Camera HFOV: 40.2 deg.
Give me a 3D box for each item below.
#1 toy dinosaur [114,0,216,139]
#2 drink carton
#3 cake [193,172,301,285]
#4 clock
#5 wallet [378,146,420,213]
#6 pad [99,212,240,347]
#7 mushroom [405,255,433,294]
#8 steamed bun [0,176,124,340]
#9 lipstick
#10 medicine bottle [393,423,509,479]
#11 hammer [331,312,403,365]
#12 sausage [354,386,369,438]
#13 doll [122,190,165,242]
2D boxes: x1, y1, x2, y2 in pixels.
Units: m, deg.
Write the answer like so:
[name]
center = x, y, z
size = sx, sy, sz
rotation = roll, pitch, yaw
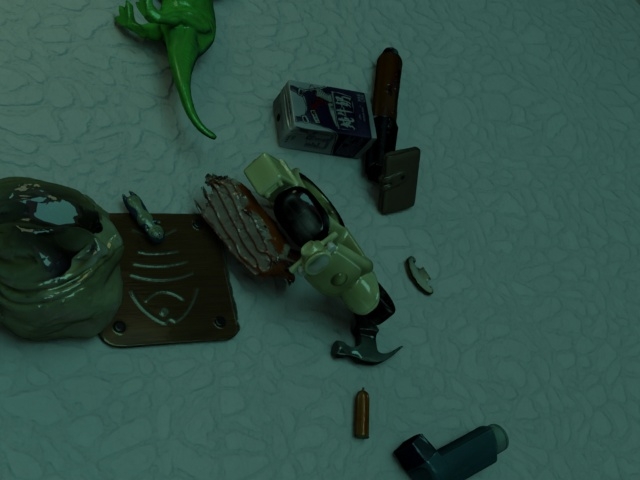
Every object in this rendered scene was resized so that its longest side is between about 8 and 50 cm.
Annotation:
[toy dinosaur]
center = -0.260, -0.450, 2.014
size = 0.374, 0.144, 0.500
rotation = -19, 77, -49
[drink carton]
center = 0.008, -0.284, 2.066
size = 0.222, 0.102, 0.134
rotation = 5, 63, -26
[cake]
center = -0.148, -0.020, 1.793
size = 0.287, 0.098, 0.135
rotation = 46, 18, -3
[clock]
center = 0.000, 0.000, 1.802
size = 0.379, 0.120, 0.276
rotation = 55, 14, 28
[wallet]
center = 0.186, -0.141, 2.064
size = 0.118, 0.153, 0.039
rotation = -17, 35, -32
[pad]
center = -0.312, 0.072, 1.726
size = 0.286, 0.018, 0.284
rotation = -1, 64, -29
[mushroom]
center = 0.229, 0.083, 2.032
size = 0.049, 0.019, 0.101
rotation = -24, 79, -37
[steamed bun]
center = -0.485, 0.020, 1.530
size = 0.320, 0.206, 0.275
rotation = 28, 56, -6
[lipstick]
center = 0.160, -0.324, 2.191
size = 0.077, 0.077, 0.418
rotation = 21, 54, -19
[medicine bottle]
center = 0.279, 0.438, 1.818
size = 0.258, 0.079, 0.124
rotation = -13, 70, -35
[hammer]
center = 0.097, 0.160, 1.896
size = 0.158, 0.041, 0.227
rotation = 12, 58, -25
[sausage]
center = 0.085, 0.351, 1.786
size = 0.031, 0.031, 0.107
rotation = 16, 56, -22
[doll]
center = -0.352, -0.047, 1.741
size = 0.037, 0.027, 0.125
rotation = -33, 82, -31
